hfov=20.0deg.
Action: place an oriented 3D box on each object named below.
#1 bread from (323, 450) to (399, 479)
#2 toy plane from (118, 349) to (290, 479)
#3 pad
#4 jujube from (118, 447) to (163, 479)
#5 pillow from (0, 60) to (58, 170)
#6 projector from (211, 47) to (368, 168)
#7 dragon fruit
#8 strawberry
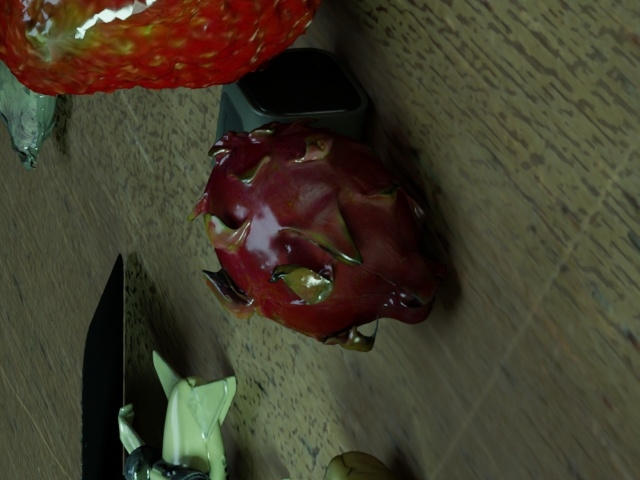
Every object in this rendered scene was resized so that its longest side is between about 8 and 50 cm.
[{"bbox_3d":[0.037,0.190,1.163,0.115,0.056,0.082,-119,31,-56],"label":"bread"},{"bbox_3d":[-0.102,0.217,1.474,0.229,0.092,0.244,15,108,52],"label":"toy plane"},{"bbox_3d":[-0.230,0.227,1.663,0.315,0.063,0.375,-86,-2,-70],"label":"pad"},{"bbox_3d":[-0.151,0.263,1.610,0.104,0.104,0.166,-154,73,-65],"label":"jujube"},{"bbox_3d":[-0.295,-0.207,1.872,0.255,0.059,0.169,107,148,-42],"label":"pillow"},{"bbox_3d":[-0.021,-0.071,1.197,0.083,0.083,0.082,-120,32,-47],"label":"projector"},{"bbox_3d":[0.000,0.000,1.111,0.166,0.136,0.133,30,156,12],"label":"dragon fruit"},{"bbox_3d":[-0.106,-0.197,1.097,0.277,0.257,0.257,-75,1,-46],"label":"strawberry"}]
